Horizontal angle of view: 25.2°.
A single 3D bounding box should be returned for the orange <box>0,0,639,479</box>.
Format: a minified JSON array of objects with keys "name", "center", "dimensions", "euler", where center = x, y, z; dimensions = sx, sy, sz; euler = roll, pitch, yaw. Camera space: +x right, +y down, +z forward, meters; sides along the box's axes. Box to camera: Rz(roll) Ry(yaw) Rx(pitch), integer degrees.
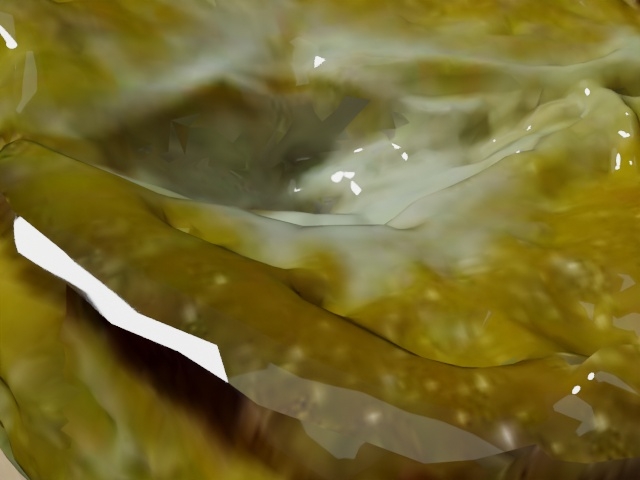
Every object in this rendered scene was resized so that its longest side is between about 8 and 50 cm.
[{"name":"orange","center":[0.000,0.000,0.481],"dimensions":[0.270,0.210,0.369],"euler":[0,46,-24]}]
